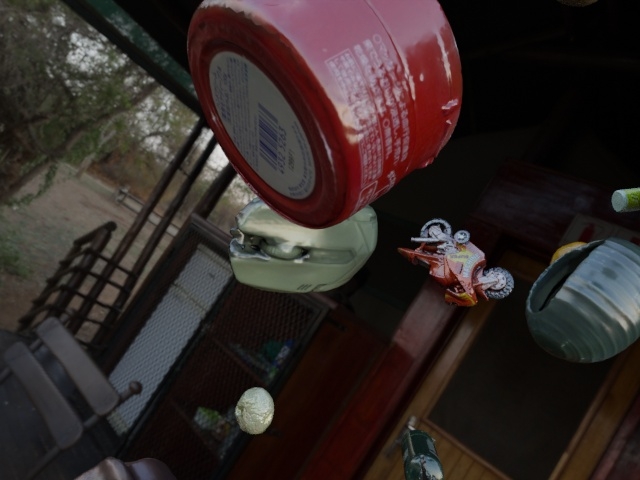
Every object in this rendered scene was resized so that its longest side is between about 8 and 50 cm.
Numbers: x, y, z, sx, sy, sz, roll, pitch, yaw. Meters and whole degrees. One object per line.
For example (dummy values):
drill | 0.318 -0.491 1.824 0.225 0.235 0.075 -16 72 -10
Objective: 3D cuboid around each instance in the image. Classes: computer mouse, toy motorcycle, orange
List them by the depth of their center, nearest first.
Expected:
computer mouse | 0.001 0.001 1.098 0.429 0.228 0.145 -3 27 -47
toy motorcycle | 0.346 0.066 1.329 0.298 0.171 0.089 46 5 35
orange | 0.750 0.081 1.503 0.159 0.159 0.136 35 -3 -10

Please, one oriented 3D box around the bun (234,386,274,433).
bun | -0.173 0.431 1.300 0.069 0.115 0.115 19 6 -43

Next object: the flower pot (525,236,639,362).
flower pot | 0.469 0.102 0.885 0.157 0.243 0.189 45 -12 4

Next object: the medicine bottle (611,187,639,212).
medicine bottle | 0.651 -0.085 1.055 0.083 0.047 0.047 -7 -8 1

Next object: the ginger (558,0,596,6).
ginger | 0.255 -0.315 0.554 0.204 0.104 0.080 15 29 -44

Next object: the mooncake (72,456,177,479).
mooncake | -0.402 0.524 0.869 0.174 0.326 0.334 34 -8 45

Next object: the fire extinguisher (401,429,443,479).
fire extinguisher | 0.245 0.537 1.223 0.093 0.118 0.294 -11 -6 5

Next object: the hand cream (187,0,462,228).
hand cream | -0.002 -0.132 0.467 0.230 0.149 0.230 38 -28 25
